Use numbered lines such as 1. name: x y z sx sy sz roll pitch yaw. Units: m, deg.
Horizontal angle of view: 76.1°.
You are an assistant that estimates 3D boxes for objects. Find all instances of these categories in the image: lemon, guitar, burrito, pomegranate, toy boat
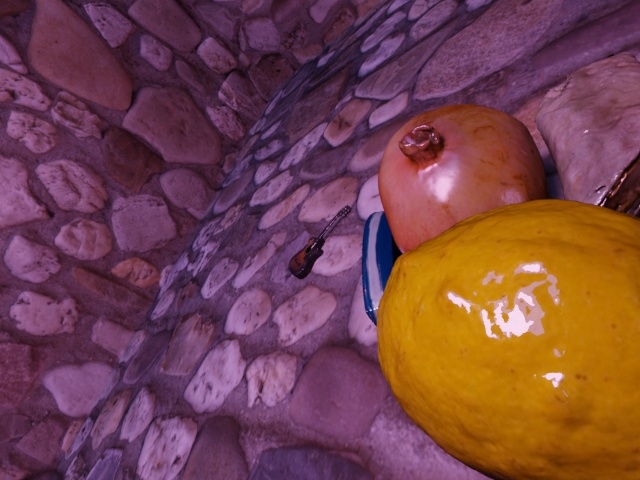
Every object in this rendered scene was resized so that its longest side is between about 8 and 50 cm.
1. lemon: 0.199 0.093 0.404 0.285 0.285 0.316 -48 22 8
2. guitar: 0.000 0.000 1.068 0.233 0.025 0.088 -50 28 3
3. burrito: 0.393 -0.137 0.556 0.175 0.107 0.348 -42 24 47
4. pomegranate: 0.197 -0.083 0.605 0.228 0.270 0.252 -6 59 44
5. toy boat: 0.125 0.032 0.773 0.061 0.096 0.300 -24 35 25
